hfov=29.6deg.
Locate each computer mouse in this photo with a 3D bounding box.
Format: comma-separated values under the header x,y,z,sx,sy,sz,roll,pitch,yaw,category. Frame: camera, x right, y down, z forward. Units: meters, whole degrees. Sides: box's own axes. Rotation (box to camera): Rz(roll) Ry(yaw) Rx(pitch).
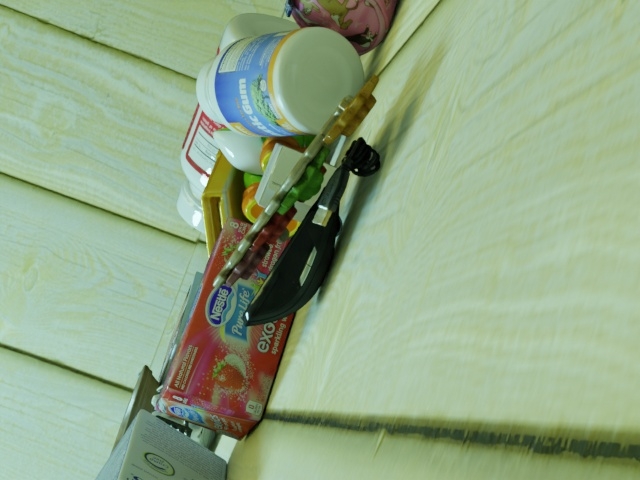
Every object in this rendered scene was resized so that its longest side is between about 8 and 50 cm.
x,y,z,sx,sy,sz,roll,pitch,yaw,category
0.000,0.000,1.375,0.262,0.060,0.184,-58,2,-1,computer mouse

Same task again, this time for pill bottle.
x,y,z,sx,sy,sz,roll,pitch,yaw,category
-0.071,-0.228,1.789,0.272,0.152,0.152,4,72,55,pill bottle
-0.135,-0.211,2.339,0.229,0.229,0.407,-81,13,-59,pill bottle

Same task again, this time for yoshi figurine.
x,y,z,sx,sy,sz,roll,pitch,yaw,category
-0.054,-0.161,2.017,0.362,0.203,0.203,-105,-7,-55,yoshi figurine

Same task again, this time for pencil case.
x,y,z,sx,sy,sz,roll,pitch,yaw,category
0.069,-0.465,1.808,0.160,0.167,0.386,64,-141,-56,pencil case

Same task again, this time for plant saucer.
x,y,z,sx,sy,sz,roll,pitch,yaw,category
-0.340,0.356,2.140,0.278,0.041,0.278,-161,90,-82,plant saucer

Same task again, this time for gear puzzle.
x,y,z,sx,sy,sz,roll,pitch,yaw,category
-0.010,-0.072,1.364,0.339,0.044,0.175,-52,4,48,gear puzzle

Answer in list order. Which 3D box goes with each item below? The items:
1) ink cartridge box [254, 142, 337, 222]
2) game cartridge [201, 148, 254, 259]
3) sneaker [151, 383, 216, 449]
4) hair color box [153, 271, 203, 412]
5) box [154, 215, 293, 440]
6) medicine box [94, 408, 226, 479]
x,y,z,sx,sy,sz,roll,pitch,yaw,category
-0.032,-0.078,1.703,0.143,0.092,0.090,-135,67,-81,ink cartridge box
-0.148,-0.005,2.083,0.323,0.053,0.285,-88,-7,-69,game cartridge
-0.226,0.355,1.991,0.118,0.110,0.292,-25,-45,-62,sneaker
-0.242,0.222,2.374,0.374,0.114,0.185,-87,19,-71,hair color box
-0.113,0.117,1.600,0.122,0.128,0.257,124,166,-63,box
-0.255,0.406,1.578,0.263,0.149,0.289,-56,10,10,medicine box
